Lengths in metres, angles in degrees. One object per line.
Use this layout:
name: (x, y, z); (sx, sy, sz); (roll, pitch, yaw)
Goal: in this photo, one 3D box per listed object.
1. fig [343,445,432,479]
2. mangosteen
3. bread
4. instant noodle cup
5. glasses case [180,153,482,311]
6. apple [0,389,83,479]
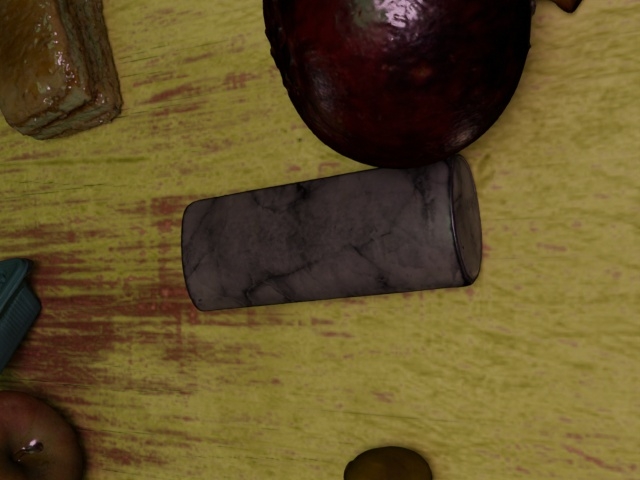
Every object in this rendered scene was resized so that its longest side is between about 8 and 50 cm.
fig: (0.055, 0.215, 0.774); (0.088, 0.074, 0.074); (7, 94, 49)
mangosteen: (0.088, -0.183, 0.686); (0.261, 0.235, 0.236); (-19, 77, -8)
bread: (-0.310, -0.219, 0.994); (0.138, 0.102, 0.196); (-18, 81, 34)
instant noodle cup: (-0.414, 0.109, 1.042); (0.157, 0.070, 0.179); (-9, 44, 34)
glasses case: (0.000, 0.000, 0.814); (0.299, 0.060, 0.114); (-9, 85, 33)
apple: (-0.366, 0.266, 0.978); (0.174, 0.188, 0.188); (-42, 68, 36)
